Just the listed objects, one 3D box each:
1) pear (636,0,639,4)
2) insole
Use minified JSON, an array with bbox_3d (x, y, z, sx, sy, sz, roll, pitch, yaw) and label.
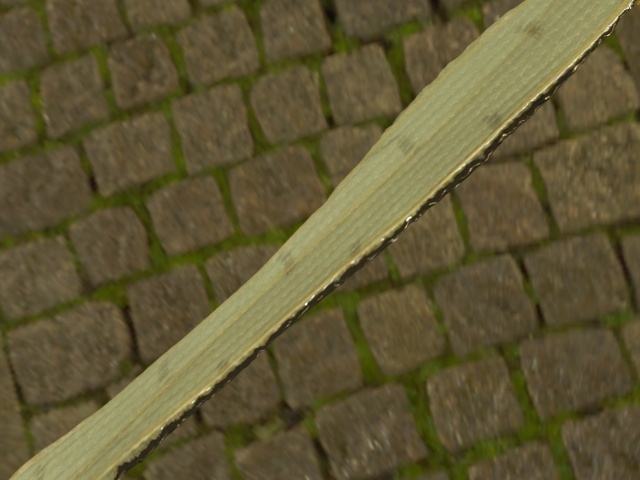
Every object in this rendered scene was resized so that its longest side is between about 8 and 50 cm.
[{"bbox_3d":[0.223,-0.258,0.856,0.281,0.281,0.280,-3,71,8],"label":"pear"},{"bbox_3d":[0.000,0.000,0.572,0.348,0.119,0.009,-42,104,3],"label":"insole"}]
